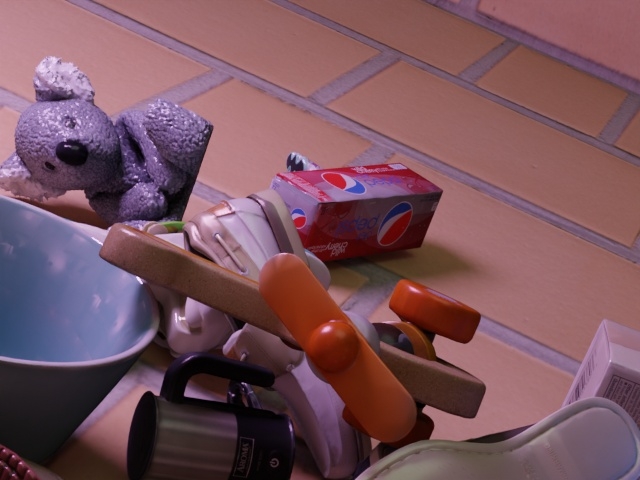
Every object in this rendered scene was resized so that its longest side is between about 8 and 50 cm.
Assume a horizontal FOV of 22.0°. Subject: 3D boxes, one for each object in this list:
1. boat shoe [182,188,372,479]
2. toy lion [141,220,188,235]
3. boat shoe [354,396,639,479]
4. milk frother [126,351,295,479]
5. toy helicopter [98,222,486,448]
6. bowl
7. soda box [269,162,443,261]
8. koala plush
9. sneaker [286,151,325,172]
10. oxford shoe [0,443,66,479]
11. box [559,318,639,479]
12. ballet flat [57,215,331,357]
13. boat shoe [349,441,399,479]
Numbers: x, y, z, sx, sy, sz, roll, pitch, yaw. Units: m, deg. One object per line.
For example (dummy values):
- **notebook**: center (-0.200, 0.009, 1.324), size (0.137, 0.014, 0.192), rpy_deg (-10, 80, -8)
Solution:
- **boat shoe**: center (-0.045, 0.100, 1.604), size (0.103, 0.113, 0.302), rpy_deg (-16, 70, -21)
- **toy lion**: center (-0.145, 0.028, 1.789), size (0.096, 0.100, 0.034), rpy_deg (-3, 7, -19)
- **boat shoe**: center (0.133, 0.220, 1.400), size (0.324, 0.097, 0.116), rpy_deg (-16, 72, -34)
- **milk frother**: center (-0.108, 0.173, 1.508), size (0.134, 0.129, 0.143), rpy_deg (13, -20, -21)
- **toy helicopter**: center (-0.024, 0.073, 1.409), size (0.355, 0.140, 0.235), rpy_deg (23, 4, -3)
- **bowl**: center (-0.310, 0.088, 1.405), size (0.311, 0.163, 0.311), rpy_deg (19, 22, -8)
- **soda box**: center (0.038, -0.036, 2.075), size (0.083, 0.092, 0.263), rpy_deg (35, 25, 31)
- **koala plush**: center (-0.251, -0.094, 1.879), size (0.221, 0.196, 0.203), rpy_deg (19, 10, -4)
- **sneaker**: center (0.001, -0.087, 2.273), size (0.069, 0.038, 0.098), rpy_deg (-3, 41, -49)
- **oxford shoe**: center (-0.209, 0.240, 1.259), size (0.348, 0.123, 0.130), rpy_deg (26, -5, 16)
- **box**: center (0.429, 0.219, 1.798), size (0.311, 0.148, 0.121), rpy_deg (22, 21, -2)
- **ballet flat**: center (-0.182, 0.058, 1.678), size (0.400, 0.139, 0.139), rpy_deg (10, 24, -16)
- **boat shoe**: center (0.055, 0.281, 1.422), size (0.084, 0.079, 0.233), rpy_deg (37, 28, -26)
